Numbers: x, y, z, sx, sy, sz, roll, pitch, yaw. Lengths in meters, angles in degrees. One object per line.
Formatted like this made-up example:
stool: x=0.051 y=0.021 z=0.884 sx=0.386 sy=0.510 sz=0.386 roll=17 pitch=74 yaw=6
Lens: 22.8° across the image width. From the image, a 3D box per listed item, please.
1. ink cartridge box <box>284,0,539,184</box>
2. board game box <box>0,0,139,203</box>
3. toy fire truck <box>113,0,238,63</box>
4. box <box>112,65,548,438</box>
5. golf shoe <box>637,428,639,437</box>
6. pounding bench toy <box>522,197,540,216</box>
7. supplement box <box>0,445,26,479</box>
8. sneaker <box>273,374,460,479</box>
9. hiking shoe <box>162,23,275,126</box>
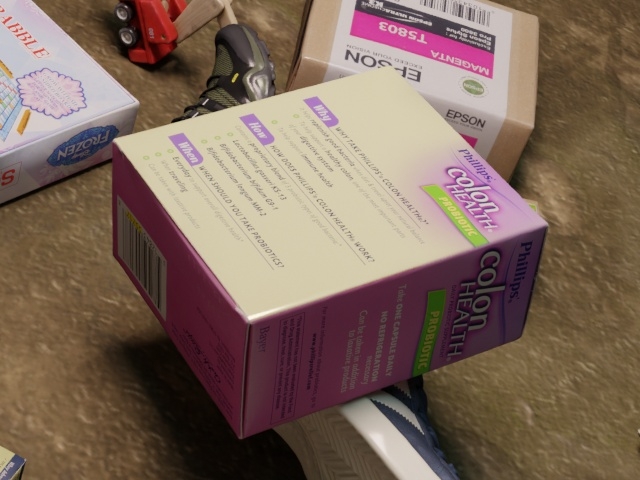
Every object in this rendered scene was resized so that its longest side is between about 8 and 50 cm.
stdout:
ink cartridge box: x=0.091 y=-0.170 z=1.554 sx=0.235 sy=0.088 sz=0.193 roll=17 pitch=42 yaw=-7
board game box: x=-0.377 y=-0.143 z=1.351 sx=0.318 sy=0.066 sz=0.319 roll=-26 pitch=60 yaw=-39
toy fire truck: x=-0.124 y=-0.208 z=1.468 sx=0.135 sy=0.192 sz=0.047 roll=9 pitch=34 yaw=29
box: x=0.000 y=0.000 z=1.161 sx=0.243 sy=0.117 sz=0.213 roll=-18 pitch=46 yaw=-25
golf shoe: x=0.355 y=0.171 z=1.336 sx=0.176 sy=0.069 sz=0.086 roll=-1 pitch=53 yaw=-21
pounding bench toy: x=0.162 y=0.011 z=1.415 sx=0.052 sy=0.065 sz=0.083 roll=11 pitch=44 yaw=-13
supplement box: x=-0.261 y=0.173 z=1.086 sx=0.083 sy=0.056 sz=0.083 roll=27 pitch=43 yaw=6
sneaker: x=0.044 y=0.120 z=1.208 sx=0.148 sy=0.131 sz=0.350 roll=-24 pitch=59 yaw=-33
hiking shoe: x=-0.100 y=-0.092 z=1.369 sx=0.114 sy=0.086 sz=0.226 roll=4 pitch=65 yaw=-9
